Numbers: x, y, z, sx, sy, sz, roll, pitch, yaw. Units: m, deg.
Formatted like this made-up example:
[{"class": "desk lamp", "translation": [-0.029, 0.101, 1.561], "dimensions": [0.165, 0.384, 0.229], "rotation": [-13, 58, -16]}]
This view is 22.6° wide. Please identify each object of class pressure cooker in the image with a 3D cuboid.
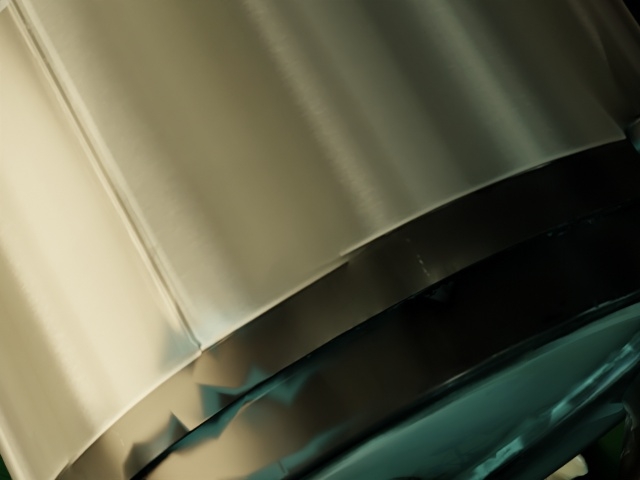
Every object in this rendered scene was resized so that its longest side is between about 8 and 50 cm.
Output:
[{"class": "pressure cooker", "translation": [-0.005, 0.001, 0.769], "dimensions": [0.420, 0.375, 0.370], "rotation": [60, 164, 18]}]

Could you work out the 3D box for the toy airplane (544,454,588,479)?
[{"class": "toy airplane", "translation": [-0.016, 0.167, 1.116], "dimensions": [0.384, 0.272, 0.386], "rotation": [-33, 77, 17]}]
